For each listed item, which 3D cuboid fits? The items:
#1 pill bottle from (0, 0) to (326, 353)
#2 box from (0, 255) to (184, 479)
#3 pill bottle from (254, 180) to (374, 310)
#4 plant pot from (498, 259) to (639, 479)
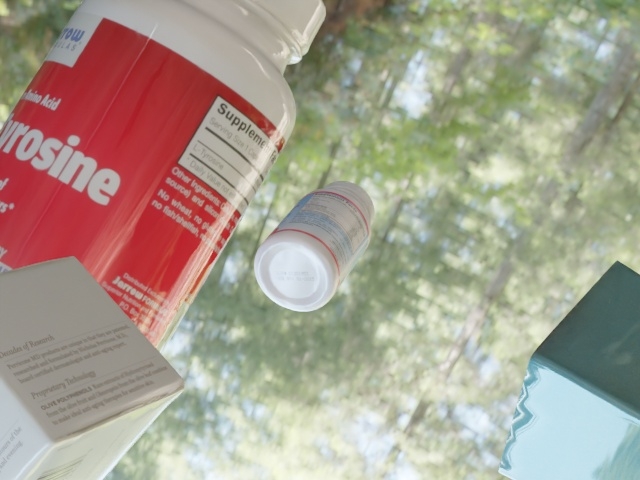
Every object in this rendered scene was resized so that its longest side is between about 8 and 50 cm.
[{"bbox_3d":[-0.168,-0.081,1.304,0.229,0.229,0.408,29,-98,7],"label":"pill bottle"},{"bbox_3d":[-0.139,0.076,0.636,0.087,0.101,0.102,47,-154,13],"label":"box"},{"bbox_3d":[0.000,0.000,1.456,0.087,0.087,0.160,28,-148,7],"label":"pill bottle"},{"bbox_3d":[0.314,0.170,1.286,0.234,0.165,0.166,29,-134,22],"label":"plant pot"}]
